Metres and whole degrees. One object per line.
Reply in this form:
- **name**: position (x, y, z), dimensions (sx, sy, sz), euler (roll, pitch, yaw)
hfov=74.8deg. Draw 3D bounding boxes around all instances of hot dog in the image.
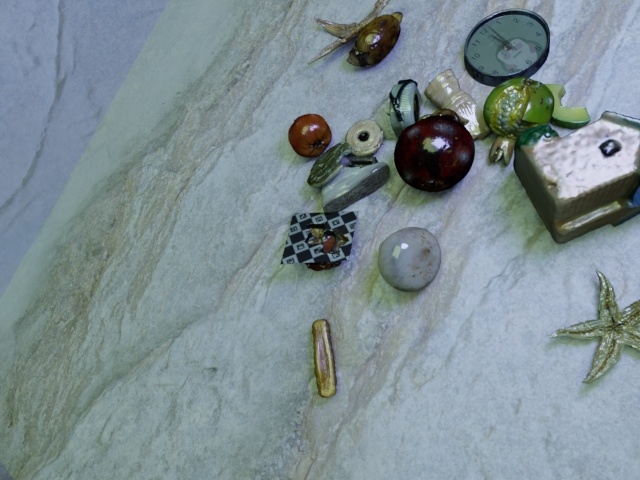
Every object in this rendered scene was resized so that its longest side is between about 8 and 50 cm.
- **hot dog**: position (0.013, 0.444, 1.589), dimensions (0.083, 0.068, 0.289), euler (-5, 67, -3)

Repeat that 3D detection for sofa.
- **sofa**: position (0.180, -0.321, 1.749), dimensions (0.117, 0.060, 0.039), euler (5, 73, 24)

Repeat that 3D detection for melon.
- **melon**: position (0.870, -0.483, 1.513), dimensions (0.117, 0.064, 0.210), euler (-19, 66, 17)

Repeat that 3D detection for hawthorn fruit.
- **hawthorn fruit**: position (-0.061, -0.472, 1.830), dimensions (0.196, 0.196, 0.225), euler (-42, 51, 6)

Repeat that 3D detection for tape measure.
- **tape measure**: position (0.332, -0.546, 1.677), dimensions (0.115, 0.207, 0.236), euler (1, 77, 25)

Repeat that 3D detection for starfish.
- **starfish**: position (0.884, 0.257, 1.274), dimensions (0.357, 0.078, 0.348), euler (-3, 74, 22)
- **starfish**: position (0.124, -0.969, 1.888), dimensions (0.398, 0.132, 0.384), euler (15, 58, 44)

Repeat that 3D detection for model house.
- **model house**: position (0.821, -0.224, 1.272), dimensions (0.342, 0.382, 0.335), euler (-26, 68, 19)

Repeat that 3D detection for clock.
- **clock**: position (0.730, -0.764, 1.653), dimensions (0.318, 0.066, 0.319), euler (-7, 72, 21)

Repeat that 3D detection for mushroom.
- **mushroom**: position (0.304, 0.062, 1.522), dimensions (0.243, 0.243, 0.244), euler (-6, 72, 21)

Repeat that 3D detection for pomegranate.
- **pomegranate**: position (0.689, -0.422, 1.492), dimensions (0.235, 0.236, 0.302), euler (24, 122, 27)

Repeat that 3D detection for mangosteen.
- **mangosteen**: position (0.417, -0.326, 1.530), dimensions (0.310, 0.311, 0.312), euler (-6, 72, 21)

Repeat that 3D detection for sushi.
- **sushi**: position (0.000, 0.000, 1.698), dimensions (0.291, 0.059, 0.294), euler (-2, 46, 17)

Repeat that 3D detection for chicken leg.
- **chicken leg**: position (-0.005, 0.082, 1.713), dimensions (0.219, 0.048, 0.090), euler (-11, 67, 20)

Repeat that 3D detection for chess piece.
- **chess piece**: position (0.545, -0.514, 1.637), dimensions (0.137, 0.137, 0.301), euler (-36, 75, 9)

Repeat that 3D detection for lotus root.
- **lotus root**: position (0.254, -0.876, 1.825), dimensions (0.141, 0.169, 0.314), euler (44, 91, 11)

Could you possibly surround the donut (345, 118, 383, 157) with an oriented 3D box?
- **donut**: position (0.188, -0.428, 1.776), dimensions (0.174, 0.068, 0.175), euler (-5, 74, 19)

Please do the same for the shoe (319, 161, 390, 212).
- **shoe**: position (0.122, -0.251, 1.725), dimensions (0.316, 0.124, 0.159), euler (-32, 57, 10)

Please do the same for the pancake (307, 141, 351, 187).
- **pancake**: position (0.033, -0.315, 1.754), dimensions (0.253, 0.037, 0.254), euler (-38, 28, 25)
